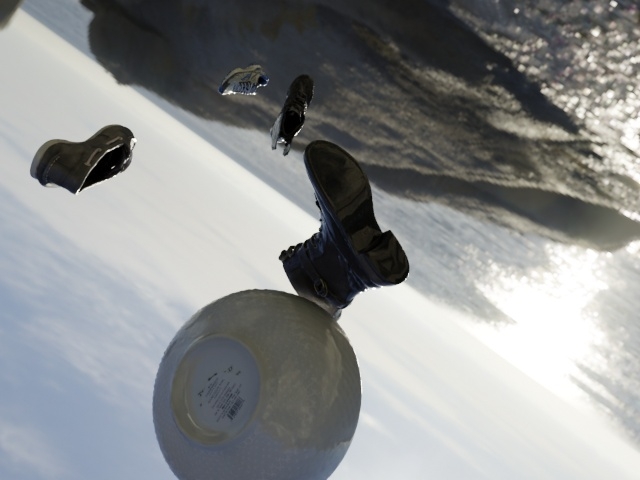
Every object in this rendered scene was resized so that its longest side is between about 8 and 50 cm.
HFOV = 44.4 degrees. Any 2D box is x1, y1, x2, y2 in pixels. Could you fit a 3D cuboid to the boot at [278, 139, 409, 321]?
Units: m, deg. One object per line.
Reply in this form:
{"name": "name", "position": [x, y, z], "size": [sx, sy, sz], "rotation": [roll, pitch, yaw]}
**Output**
{"name": "boot", "position": [0.000, 0.000, 1.196], "size": [0.229, 0.091, 0.262], "rotation": [-28, 90, 53]}

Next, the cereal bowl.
{"name": "cereal bowl", "position": [-0.118, 0.227, 1.164], "size": [0.339, 0.339, 0.141], "rotation": [36, -178, 32]}

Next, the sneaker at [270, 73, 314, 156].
{"name": "sneaker", "position": [-0.048, -0.234, 1.451], "size": [0.051, 0.170, 0.089], "rotation": [28, 175, -16]}

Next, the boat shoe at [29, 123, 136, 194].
{"name": "boat shoe", "position": [-0.418, -0.144, 1.483], "size": [0.096, 0.112, 0.335], "rotation": [31, -162, 4]}

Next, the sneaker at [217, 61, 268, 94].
{"name": "sneaker", "position": [-0.162, -0.339, 1.685], "size": [0.058, 0.135, 0.052], "rotation": [47, 140, 8]}
